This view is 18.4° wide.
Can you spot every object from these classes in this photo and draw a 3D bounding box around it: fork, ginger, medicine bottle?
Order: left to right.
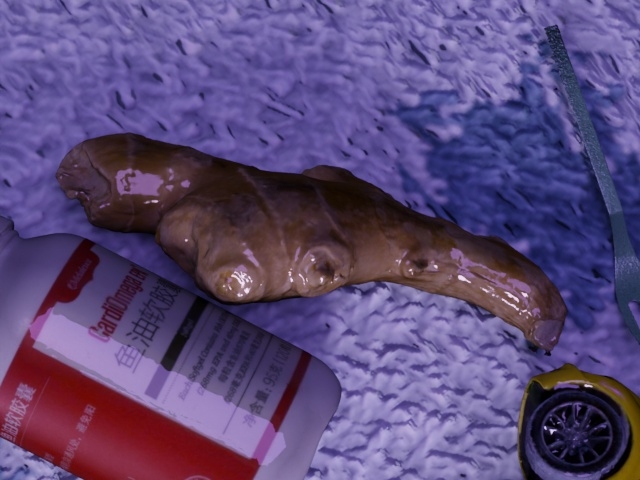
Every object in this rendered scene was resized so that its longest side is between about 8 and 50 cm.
[{"bbox_3d":[-0.121,0.081,1.184,0.250,0.131,0.131,28,73,-1],"label":"medicine bottle"},{"bbox_3d":[0.000,0.000,1.243,0.334,0.148,0.081,10,108,-14],"label":"ginger"},{"bbox_3d":[0.192,-0.034,1.320,0.039,0.021,0.235,-14,77,-16],"label":"fork"}]

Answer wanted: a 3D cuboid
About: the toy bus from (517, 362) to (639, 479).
[{"bbox_3d":[0.234,0.218,1.153,0.151,0.145,0.331,-21,61,-10],"label":"toy bus"}]
